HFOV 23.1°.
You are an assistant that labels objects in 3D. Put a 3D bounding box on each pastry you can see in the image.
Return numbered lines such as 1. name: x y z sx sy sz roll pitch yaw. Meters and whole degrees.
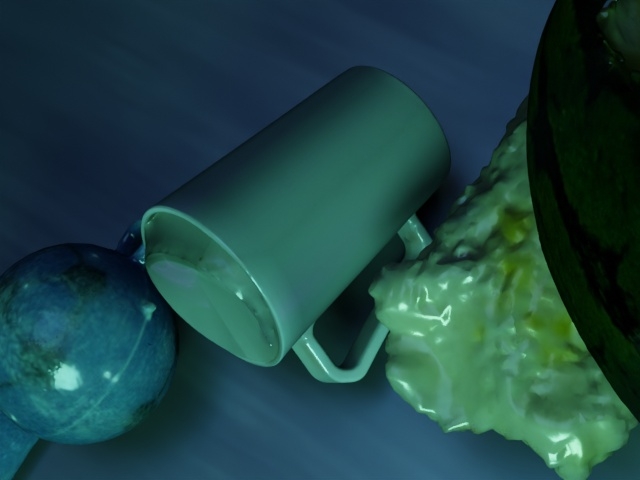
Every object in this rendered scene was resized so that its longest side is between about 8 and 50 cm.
1. pastry: 0.124 -0.031 0.582 0.121 0.089 0.258 32 86 22

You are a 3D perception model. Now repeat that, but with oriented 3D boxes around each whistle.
1. whistle: -0.109 0.058 0.635 0.090 0.090 0.158 29 83 25

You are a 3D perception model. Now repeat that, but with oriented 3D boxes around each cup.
1. cup: 0.000 0.000 0.616 0.116 0.074 0.104 -41 104 -27

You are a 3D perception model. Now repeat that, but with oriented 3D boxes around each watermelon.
1. watermelon: 0.173 0.020 0.491 0.301 0.123 0.129 39 57 14
